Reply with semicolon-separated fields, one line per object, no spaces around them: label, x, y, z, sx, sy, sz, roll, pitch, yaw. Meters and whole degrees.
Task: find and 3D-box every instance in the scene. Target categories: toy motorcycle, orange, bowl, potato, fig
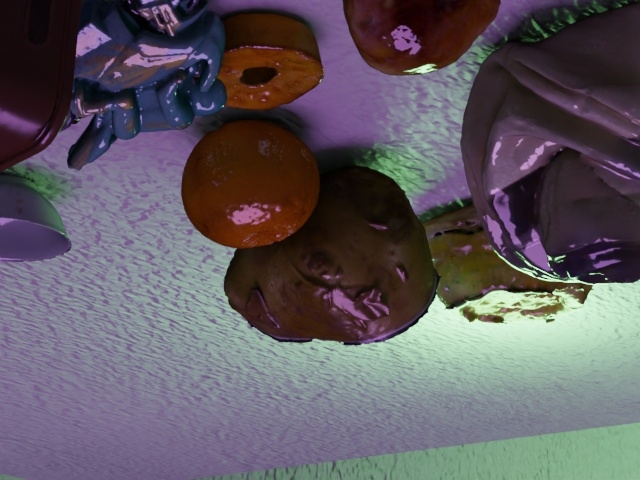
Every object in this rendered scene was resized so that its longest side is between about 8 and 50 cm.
toy motorcycle;-0.199;-0.182;1.604;0.296;0.109;0.198;-32;127;29
orange;-0.088;-0.070;1.903;0.177;0.155;0.177;-1;169;0
bowl;-0.433;-0.038;2.098;0.189;0.086;0.189;2;161;1
potato;0.000;0.000;2.048;0.299;0.246;0.196;1;130;34
fig;0.077;-0.237;1.498;0.159;0.159;0.257;5;179;-14

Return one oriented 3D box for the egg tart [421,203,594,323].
egg tart;0.288;0.045;2.272;0.345;0.133;0.345;-1;162;0

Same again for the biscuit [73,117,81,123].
biscuit;-0.360;-0.172;1.775;0.192;0.049;0.192;4;160;1

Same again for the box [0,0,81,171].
box;-0.417;-0.188;1.450;0.229;0.240;0.339;19;153;-38

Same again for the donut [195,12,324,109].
donut;-0.070;-0.199;1.681;0.151;0.058;0.152;-1;160;0

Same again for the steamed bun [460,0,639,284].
steamed bun;0.321;-0.067;1.703;0.346;0.238;0.394;14;148;-3
